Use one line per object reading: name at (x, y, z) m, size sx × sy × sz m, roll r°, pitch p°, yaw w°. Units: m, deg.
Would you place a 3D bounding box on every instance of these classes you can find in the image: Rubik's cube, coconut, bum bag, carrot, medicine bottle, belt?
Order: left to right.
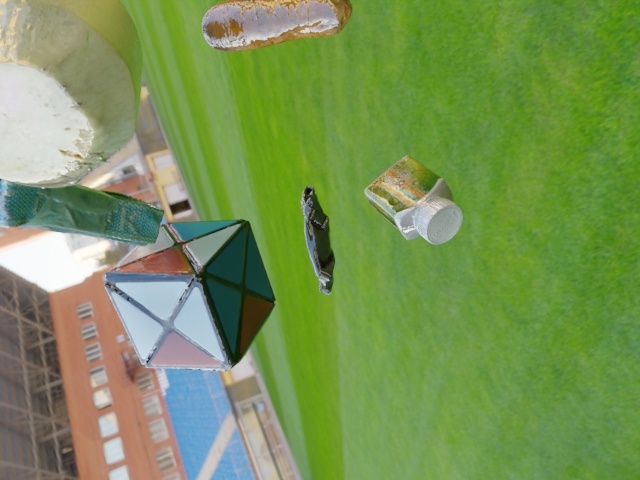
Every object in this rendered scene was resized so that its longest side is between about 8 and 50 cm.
coconut at (-0.304, -0.181, 0.653) m, size 0.241 × 0.241 × 0.241 m, roll 160°, pitch 90°, yaw -78°
belt at (-0.334, -0.045, 0.806) m, size 0.087 × 0.072 × 0.302 m, roll 26°, pitch -174°, yaw 28°
Rubik's cube at (-0.273, 0.116, 1.295) m, size 0.246 × 0.249 × 0.248 m, roll -57°, pitch -41°, yaw -56°
carrot at (-0.053, -0.253, 0.677) m, size 0.060 × 0.186 × 0.060 m, roll 0°, pitch -90°, yaw -67°
bum bag at (0.000, 0.000, 1.723) m, size 0.142 × 0.079 × 0.327 m, roll -43°, pitch -59°, yaw -85°
medicine bottle at (0.195, -0.075, 1.198) m, size 0.188 × 0.132 × 0.088 m, roll 47°, pitch 174°, yaw 48°
